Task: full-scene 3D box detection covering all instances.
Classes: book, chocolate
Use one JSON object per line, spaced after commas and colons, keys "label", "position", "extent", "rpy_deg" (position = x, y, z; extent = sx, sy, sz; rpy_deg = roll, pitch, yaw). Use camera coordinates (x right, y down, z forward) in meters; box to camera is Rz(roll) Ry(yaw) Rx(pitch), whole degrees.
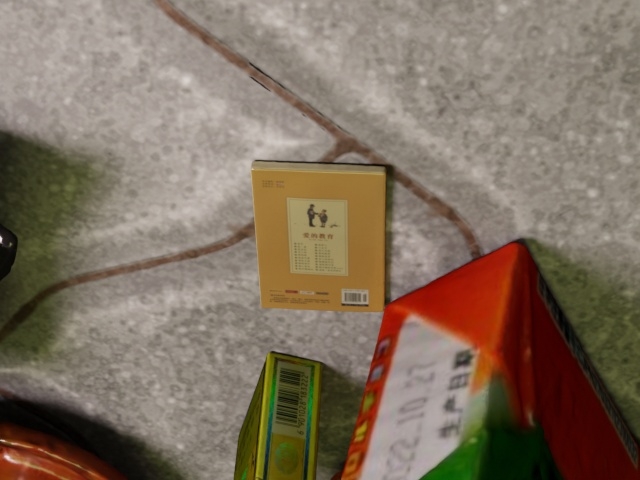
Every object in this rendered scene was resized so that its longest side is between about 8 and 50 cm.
{"label": "book", "position": [0.000, 0.000, 1.251], "extent": [0.118, 0.012, 0.172], "rpy_deg": [2, 132, 4]}
{"label": "chocolate", "position": [0.165, 0.248, 1.248], "extent": [0.161, 0.341, 0.360], "rpy_deg": [-13, 130, 29]}

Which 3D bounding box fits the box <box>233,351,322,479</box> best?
{"label": "box", "position": [-0.046, 0.236, 1.328], "extent": [0.064, 0.220, 0.141], "rpy_deg": [14, 131, -8]}

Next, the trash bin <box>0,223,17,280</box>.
{"label": "trash bin", "position": [-0.392, 0.051, 1.198], "extent": [0.277, 0.217, 0.262], "rpy_deg": [26, 134, 15]}

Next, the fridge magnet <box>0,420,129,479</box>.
{"label": "fridge magnet", "position": [-0.343, 0.325, 1.481], "extent": [0.364, 0.155, 0.363], "rpy_deg": [3, 133, 3]}

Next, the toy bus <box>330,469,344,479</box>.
{"label": "toy bus", "position": [0.092, 0.332, 1.456], "extent": [0.153, 0.143, 0.329], "rpy_deg": [-4, 134, 17]}
